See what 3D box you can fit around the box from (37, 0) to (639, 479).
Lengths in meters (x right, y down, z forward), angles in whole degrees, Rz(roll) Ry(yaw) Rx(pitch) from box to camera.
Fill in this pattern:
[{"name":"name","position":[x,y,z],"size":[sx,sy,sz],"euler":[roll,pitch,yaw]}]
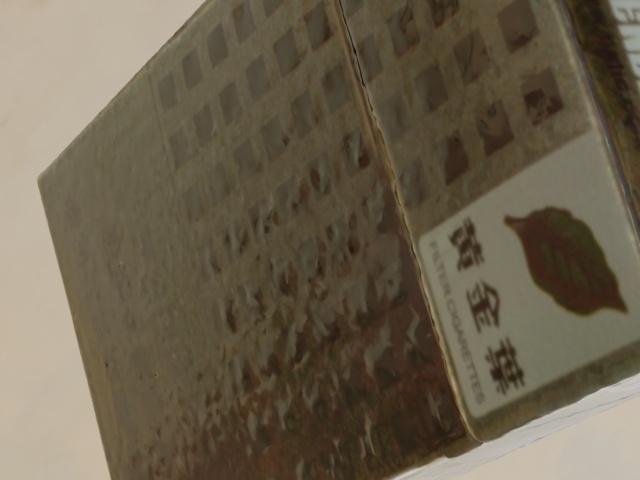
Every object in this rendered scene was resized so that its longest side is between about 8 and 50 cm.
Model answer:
[{"name":"box","position":[0.000,-0.001,0.603],"size":[0.047,0.180,0.325],"euler":[-6,163,-32]}]
